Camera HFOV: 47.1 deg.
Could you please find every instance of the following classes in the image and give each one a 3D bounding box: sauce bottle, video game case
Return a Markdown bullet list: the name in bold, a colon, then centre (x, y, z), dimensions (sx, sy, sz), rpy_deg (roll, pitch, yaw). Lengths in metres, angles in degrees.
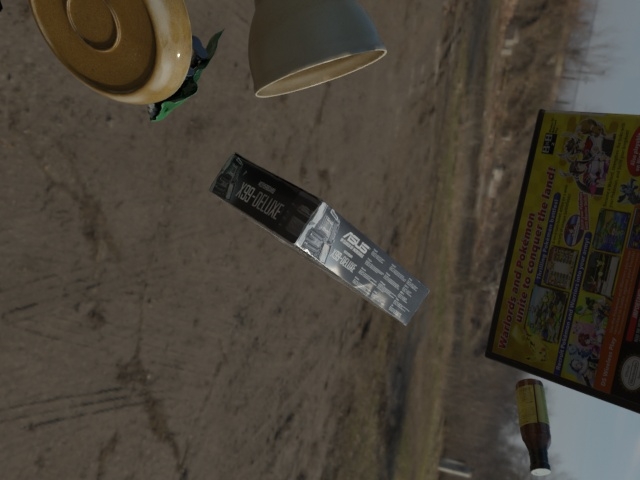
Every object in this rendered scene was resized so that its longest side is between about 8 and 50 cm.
- **sauce bottle**: centre (0.289, 0.251, 0.993), dimensions (0.042, 0.042, 0.128), rpy_deg (83, 11, -51)
- **video game case**: centre (0.295, 0.017, 0.706), dimensions (0.035, 0.248, 0.275), rpy_deg (8, 95, -43)

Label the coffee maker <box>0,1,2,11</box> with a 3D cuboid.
- **coffee maker**: centre (-0.352, -0.262, 0.624), dimensions (0.171, 0.120, 0.178), rpy_deg (-35, 166, -28)

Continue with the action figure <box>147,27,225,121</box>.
- **action figure**: centre (-0.225, -0.234, 1.110), dimensions (0.137, 0.063, 0.232), rpy_deg (-58, -163, -22)

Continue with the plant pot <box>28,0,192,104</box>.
- **plant pot**: centre (-0.254, -0.258, 0.845), dimensions (0.032, 0.236, 0.236), rpy_deg (-52, 151, -43)

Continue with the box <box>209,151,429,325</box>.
- **box**: centre (0.000, 0.000, 1.164), dimensions (0.307, 0.242, 0.077), rpy_deg (38, 85, -43)

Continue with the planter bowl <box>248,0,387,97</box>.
- **planter bowl**: centre (-0.016, -0.244, 0.853), dimensions (0.162, 0.162, 0.109), rpy_deg (-34, 106, -71)
